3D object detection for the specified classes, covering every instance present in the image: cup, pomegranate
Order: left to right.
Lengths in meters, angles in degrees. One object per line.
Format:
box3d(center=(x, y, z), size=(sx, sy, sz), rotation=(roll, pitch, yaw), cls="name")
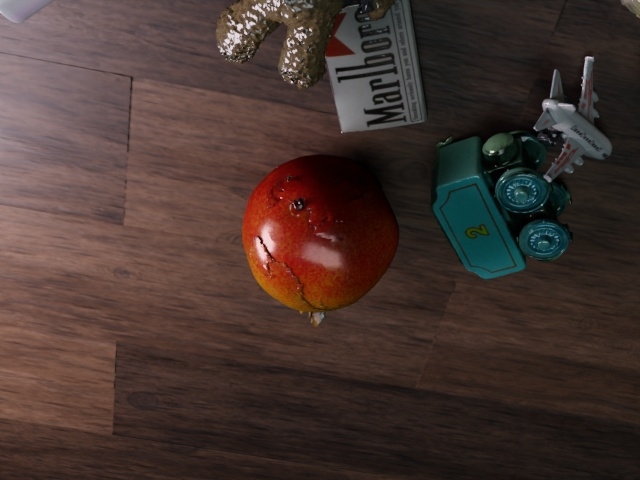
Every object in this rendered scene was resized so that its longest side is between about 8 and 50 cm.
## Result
box3d(center=(-0.330, -0.319, 1.020), size=(0.116, 0.074, 0.104), rotation=(-24, 96, 17), cls="cup")
box3d(center=(0.000, 0.000, 1.171), size=(0.210, 0.210, 0.235), rotation=(-1, 130, 4), cls="pomegranate")

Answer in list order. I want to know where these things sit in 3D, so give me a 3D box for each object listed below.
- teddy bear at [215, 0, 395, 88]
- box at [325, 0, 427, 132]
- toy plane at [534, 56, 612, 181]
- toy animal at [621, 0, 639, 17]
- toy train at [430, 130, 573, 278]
box3d(center=(-0.011, -0.279, 0.967), size=(0.182, 0.129, 0.251), rotation=(28, 109, -4), cls="teddy bear")
box3d(center=(0.064, -0.217, 1.095), size=(0.115, 0.036, 0.177), rotation=(-7, 129, 11), cls="box")
box3d(center=(0.315, -0.139, 1.109), size=(0.066, 0.162, 0.171), rotation=(16, 172, 36), cls="toy plane")
box3d(center=(0.399, -0.282, 0.980), size=(0.137, 0.098, 0.098), rotation=(15, 130, 8), cls="toy animal")
box3d(center=(0.236, -0.048, 1.179), size=(0.163, 0.112, 0.203), rotation=(-17, 125, 24), cls="toy train")
